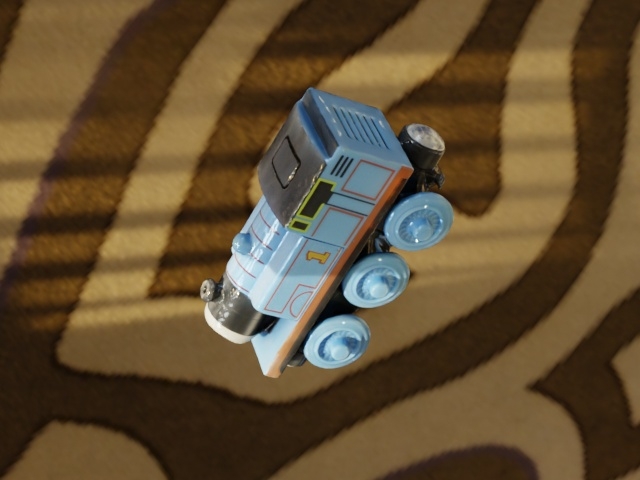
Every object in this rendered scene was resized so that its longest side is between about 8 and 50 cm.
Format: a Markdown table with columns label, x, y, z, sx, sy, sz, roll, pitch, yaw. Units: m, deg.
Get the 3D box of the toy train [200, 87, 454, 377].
| label | x | y | z | sx | sy | sz | roll | pitch | yaw |
| --- | --- | --- | --- | --- | --- | --- | --- | --- | --- |
| toy train | 0.000 | 0.000 | 0.899 | 0.105 | 0.080 | 0.184 | 16 | 122 | -29 |
